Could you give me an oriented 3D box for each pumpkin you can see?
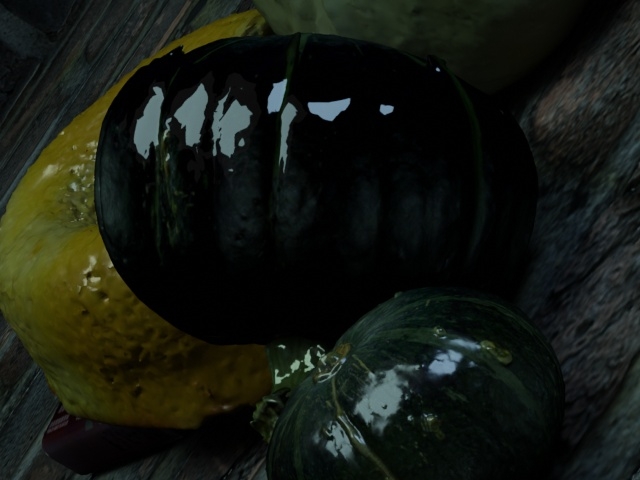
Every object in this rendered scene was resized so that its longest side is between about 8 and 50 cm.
[{"bbox_3d":[0.056,0.114,1.015,0.190,0.146,0.190,-31,13,8],"label":"pumpkin"},{"bbox_3d":[0.000,0.000,1.177,0.296,0.296,0.296,-47,22,25],"label":"pumpkin"}]

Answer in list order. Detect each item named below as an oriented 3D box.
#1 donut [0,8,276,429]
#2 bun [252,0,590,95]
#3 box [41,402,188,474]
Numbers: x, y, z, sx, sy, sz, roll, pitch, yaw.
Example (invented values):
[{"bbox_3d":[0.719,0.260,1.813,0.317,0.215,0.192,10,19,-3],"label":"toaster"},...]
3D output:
[{"bbox_3d":[-0.130,-0.023,1.517,0.377,0.163,0.435,-31,29,17],"label":"donut"},{"bbox_3d":[0.050,-0.284,1.354,0.364,0.202,0.364,5,97,44],"label":"bun"},{"bbox_3d":[-0.178,0.145,1.644,0.224,0.069,0.120,-27,34,57],"label":"box"}]
